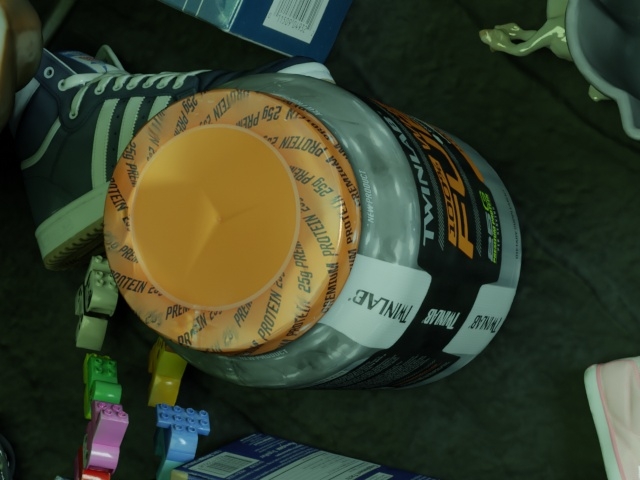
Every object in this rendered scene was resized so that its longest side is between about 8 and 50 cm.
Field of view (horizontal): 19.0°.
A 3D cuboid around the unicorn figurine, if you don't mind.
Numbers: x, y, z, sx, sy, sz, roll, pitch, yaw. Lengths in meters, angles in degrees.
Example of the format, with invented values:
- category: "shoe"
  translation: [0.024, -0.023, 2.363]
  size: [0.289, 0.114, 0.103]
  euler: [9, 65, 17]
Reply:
- category: "unicorn figurine"
  translation: [0.169, -0.153, 1.305]
  size: [0.111, 0.060, 0.162]
  euler: [1, 87, 22]

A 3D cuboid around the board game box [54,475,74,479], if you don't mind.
- category: "board game box"
  translation: [-0.162, 0.306, 1.389]
  size: [0.194, 0.060, 0.194]
  euler: [32, 87, 19]

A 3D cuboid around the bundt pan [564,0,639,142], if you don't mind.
- category: "bundt pan"
  translation: [0.319, -0.170, 1.192]
  size: [0.331, 0.124, 0.331]
  euler: [-7, 72, 22]

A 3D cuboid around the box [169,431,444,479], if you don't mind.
- category: "box"
  translation: [0.026, 0.181, 1.293]
  size: [0.225, 0.136, 0.036]
  euler: [10, 99, 22]

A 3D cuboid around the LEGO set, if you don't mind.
- category: "LEGO set"
  translation: [-0.121, 0.084, 1.347]
  size: [0.087, 0.227, 0.093]
  euler: [12, 124, -17]

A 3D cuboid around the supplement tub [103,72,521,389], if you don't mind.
- category: "supplement tub"
  translation: [0.000, 0.000, 1.223]
  size: [0.193, 0.316, 0.193]
  euler: [-1, 86, 21]

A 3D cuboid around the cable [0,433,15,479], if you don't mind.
- category: "cable"
  translation: [-0.309, 0.195, 1.429]
  size: [0.150, 0.047, 0.184]
  euler: [20, 65, -5]

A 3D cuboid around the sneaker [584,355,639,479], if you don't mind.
- category: "sneaker"
  translation: [0.226, 0.137, 1.265]
  size: [0.070, 0.051, 0.134]
  euler: [-21, 74, 24]

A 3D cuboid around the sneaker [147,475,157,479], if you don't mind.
- category: "sneaker"
  translation: [-0.035, 0.260, 1.318]
  size: [0.286, 0.130, 0.109]
  euler: [30, 95, 20]

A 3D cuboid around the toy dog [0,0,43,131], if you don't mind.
- category: "toy dog"
  translation: [-0.393, -0.144, 1.374]
  size: [0.408, 0.284, 0.395]
  euler: [21, 98, 29]

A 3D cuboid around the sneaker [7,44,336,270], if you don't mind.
- category: "sneaker"
  translation: [-0.122, -0.101, 1.376]
  size: [0.282, 0.099, 0.153]
  euler: [-30, 74, 33]

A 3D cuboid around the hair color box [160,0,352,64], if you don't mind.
- category: "hair color box"
  translation: [-0.153, -0.247, 1.378]
  size: [0.347, 0.174, 0.105]
  euler: [26, 96, 21]
